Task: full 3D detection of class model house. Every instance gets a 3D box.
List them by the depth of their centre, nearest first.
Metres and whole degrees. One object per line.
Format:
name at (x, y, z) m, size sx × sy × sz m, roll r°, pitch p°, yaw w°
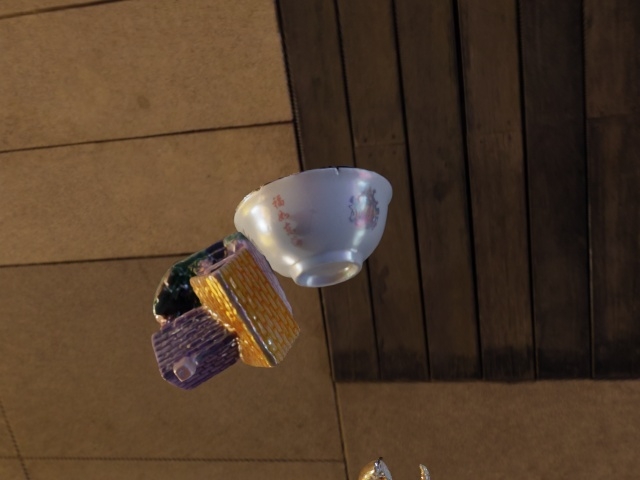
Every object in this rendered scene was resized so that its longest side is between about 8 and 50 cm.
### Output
model house at (-0.182, 0.127, 1.127) m, size 0.237 × 0.237 × 0.202 m, roll -27°, pitch 101°, yaw -3°

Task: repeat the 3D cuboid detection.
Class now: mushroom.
mushroom at (0.157, 0.680, 1.828) m, size 0.094 × 0.072 × 0.209 m, roll -22°, pitch 129°, yaw 8°

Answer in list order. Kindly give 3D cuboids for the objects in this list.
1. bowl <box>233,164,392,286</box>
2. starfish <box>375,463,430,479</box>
bowl at (0.000, 0.000, 1.339) m, size 0.346 × 0.345 × 0.157 m, roll -19°, pitch 66°, yaw 18°
starfish at (0.165, 0.558, 1.168) m, size 0.084 × 0.301 × 0.293 m, roll 2°, pitch 151°, yaw -10°
